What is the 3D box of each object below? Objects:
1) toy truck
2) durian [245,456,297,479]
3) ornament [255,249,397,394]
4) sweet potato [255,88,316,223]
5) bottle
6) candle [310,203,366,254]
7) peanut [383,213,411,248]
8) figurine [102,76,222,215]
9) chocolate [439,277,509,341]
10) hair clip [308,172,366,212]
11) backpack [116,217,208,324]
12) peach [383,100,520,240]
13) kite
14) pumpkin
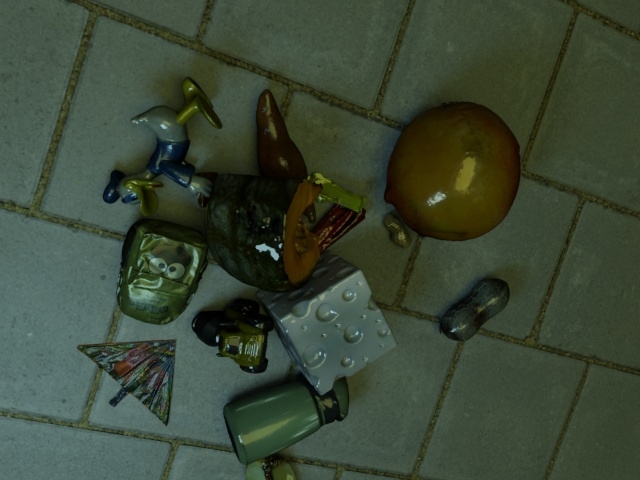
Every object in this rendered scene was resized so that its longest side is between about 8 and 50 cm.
[{"bbox_3d":[-0.221,0.237,1.652,0.165,0.224,0.148,5,100,-26],"label":"toy truck"},{"bbox_3d":[-0.119,0.688,1.818,0.144,0.139,0.252,-12,100,-21],"label":"durian"},{"bbox_3d":[0.012,0.203,1.713,0.239,0.239,0.239,-31,109,-11],"label":"ornament"},{"bbox_3d":[-0.099,-0.196,1.669,0.112,0.112,0.359,-30,107,-11],"label":"sweet potato"},{"bbox_3d":[-0.080,0.460,1.776,0.346,0.168,0.169,-19,106,-17],"label":"bottle"},{"bbox_3d":[0.000,0.000,1.765,0.301,0.059,0.084,-44,89,-8],"label":"candle"},{"bbox_3d":[0.215,-0.025,1.839,0.054,0.054,0.113,-36,107,-9],"label":"peanut"},{"bbox_3d":[-0.365,-0.178,1.579,0.338,0.204,0.284,-33,116,3],"label":"figurine"},{"bbox_3d":[0.456,0.202,1.934,0.248,0.110,0.110,-42,110,-7],"label":"chocolate"},{"bbox_3d":[0.035,-0.126,1.743,0.173,0.046,0.072,19,78,0],"label":"hair clip"},{"bbox_3d":[-0.392,0.076,1.611,0.206,0.140,0.254,16,101,-21],"label":"backpack"},{"bbox_3d":[0.344,-0.172,1.726,0.372,0.290,0.373,-3,104,-14],"label":"peach"},{"bbox_3d":[-0.460,0.334,1.698,0.234,0.016,0.321,-44,111,-6],"label":"kite"},{"bbox_3d":[-0.129,-0.021,1.584,0.225,0.256,0.303,8,115,24],"label":"pumpkin"}]
